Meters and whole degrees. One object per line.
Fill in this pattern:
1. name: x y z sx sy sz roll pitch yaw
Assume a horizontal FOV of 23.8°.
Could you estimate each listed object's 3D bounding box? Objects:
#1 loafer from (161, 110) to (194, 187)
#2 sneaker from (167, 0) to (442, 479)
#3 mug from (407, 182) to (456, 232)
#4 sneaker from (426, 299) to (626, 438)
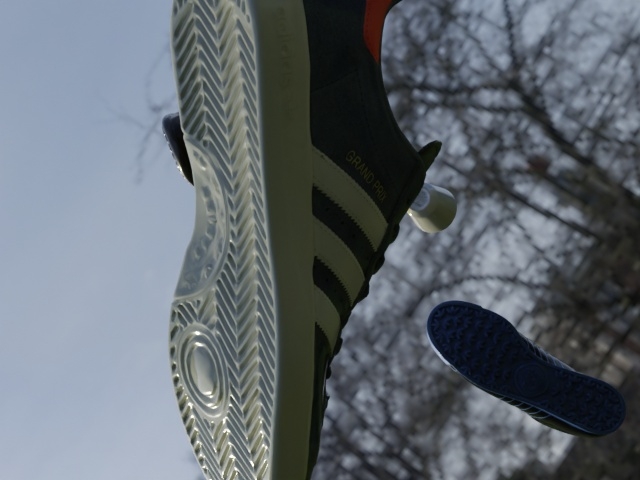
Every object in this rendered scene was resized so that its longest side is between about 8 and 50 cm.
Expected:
1. loafer: -0.074 -0.098 1.450 0.078 0.080 0.220 -27 -10 23
2. sneaker: 0.000 0.000 0.905 0.148 0.131 0.350 -10 -68 -36
3. mug: 0.132 -0.044 1.980 0.078 0.062 0.064 -24 -21 17
4. sneaker: 0.212 0.144 1.620 0.081 0.232 0.090 -58 -3 -13
